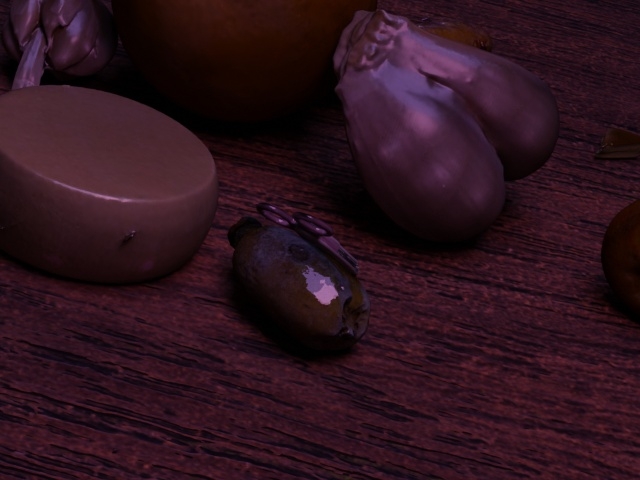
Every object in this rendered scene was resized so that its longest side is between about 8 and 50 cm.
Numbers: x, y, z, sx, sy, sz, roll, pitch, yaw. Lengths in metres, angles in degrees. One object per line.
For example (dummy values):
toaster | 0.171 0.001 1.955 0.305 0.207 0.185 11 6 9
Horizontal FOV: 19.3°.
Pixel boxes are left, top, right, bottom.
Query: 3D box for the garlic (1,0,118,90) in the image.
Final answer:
garlic | -0.310 -0.223 2.201 0.131 0.127 0.194 2 54 9

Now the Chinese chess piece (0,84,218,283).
Chinese chess piece | -0.238 -0.061 1.945 0.273 0.102 0.273 14 27 -7

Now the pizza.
pizza | 0.114 -0.224 2.418 0.305 0.161 0.086 -17 83 -42

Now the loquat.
loquat | -0.092 -0.295 2.216 0.328 0.328 0.328 14 28 -8

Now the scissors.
scissors | 0.000 0.000 1.963 0.085 0.022 0.176 13 -14 31

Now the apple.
apple | 0.405 0.021 2.118 0.163 0.146 0.147 13 32 25

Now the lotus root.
lotus root | -0.029 0.039 1.902 0.192 0.088 0.113 39 13 35

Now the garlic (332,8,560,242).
garlic | 0.140 -0.104 2.179 0.245 0.231 0.340 16 -10 16

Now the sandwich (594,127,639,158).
sandwich | 0.390 -0.129 2.497 0.083 0.031 0.044 -2 36 -31
